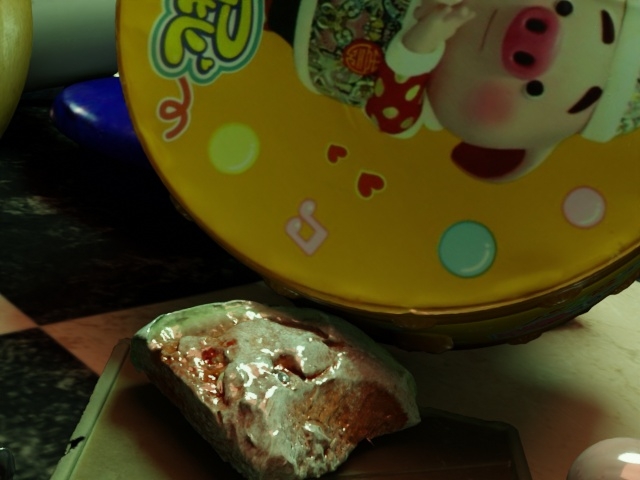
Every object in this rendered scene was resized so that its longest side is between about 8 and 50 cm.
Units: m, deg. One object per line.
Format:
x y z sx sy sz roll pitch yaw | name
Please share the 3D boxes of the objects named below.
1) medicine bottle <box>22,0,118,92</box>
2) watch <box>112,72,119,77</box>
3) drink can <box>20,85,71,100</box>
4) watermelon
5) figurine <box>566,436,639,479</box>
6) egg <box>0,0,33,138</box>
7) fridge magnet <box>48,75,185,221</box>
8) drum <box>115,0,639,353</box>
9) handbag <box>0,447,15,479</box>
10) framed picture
-0.368 -0.226 0.909 0.340 0.208 0.208 -17 34 -29 | medicine bottle
-0.144 -0.199 1.064 0.165 0.102 0.268 17 -5 -29 | watch
-0.328 -0.209 1.135 0.235 0.097 0.097 -6 29 -45 | drink can
-0.018 0.086 0.565 0.187 0.071 0.139 12 24 -10 | watermelon
0.155 0.161 0.391 0.173 0.173 0.173 13 20 -5 | figurine
-0.339 -0.128 0.622 0.283 0.282 0.351 18 36 9 | egg
-0.126 -0.095 0.944 0.266 0.112 0.265 14 18 -5 | fridge magnet
0.082 -0.136 0.695 0.431 0.431 0.214 20 -6 12 | drum
-0.211 0.102 0.432 0.115 0.072 0.139 -4 23 -38 | handbag
-0.003 0.132 0.572 0.281 0.019 0.209 14 20 -2 | framed picture
